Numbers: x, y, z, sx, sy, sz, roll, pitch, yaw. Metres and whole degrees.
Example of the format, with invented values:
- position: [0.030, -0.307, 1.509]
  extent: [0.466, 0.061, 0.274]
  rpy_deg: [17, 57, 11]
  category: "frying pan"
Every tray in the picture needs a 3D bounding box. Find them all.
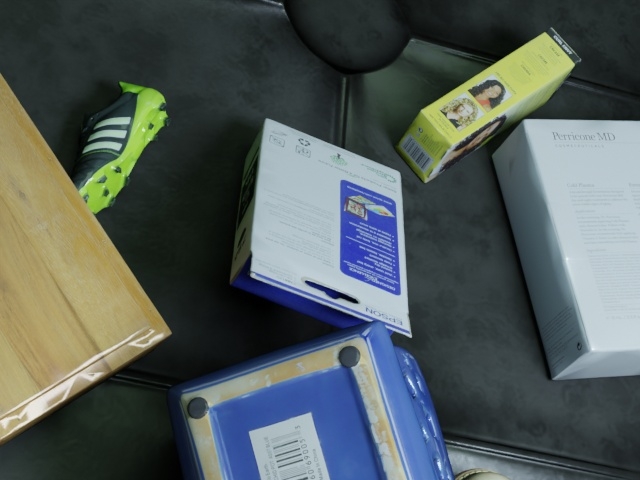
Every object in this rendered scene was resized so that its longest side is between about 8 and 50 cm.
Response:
- position: [-0.338, -0.026, 1.429]
  extent: [0.203, 0.076, 0.411]
  rpy_deg: [-32, 85, -29]
  category: "tray"

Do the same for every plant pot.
- position: [-0.003, 0.213, 1.342]
  extent: [0.236, 0.212, 0.236]
  rpy_deg: [-17, 67, 2]
  category: "plant pot"

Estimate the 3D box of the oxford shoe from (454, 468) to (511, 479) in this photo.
- position: [0.157, 0.385, 1.403]
  extent: [0.141, 0.146, 0.396]
  rpy_deg: [16, 59, -14]
  category: "oxford shoe"

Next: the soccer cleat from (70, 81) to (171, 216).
- position: [-0.223, -0.090, 1.565]
  extent: [0.072, 0.060, 0.179]
  rpy_deg: [22, 58, 19]
  category: "soccer cleat"

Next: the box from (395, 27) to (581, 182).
- position: [0.193, -0.156, 1.749]
  extent: [0.232, 0.087, 0.058]
  rpy_deg: [-35, 78, -32]
  category: "box"

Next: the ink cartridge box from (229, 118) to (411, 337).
- position: [0.000, 0.000, 1.509]
  extent: [0.165, 0.065, 0.332]
  rpy_deg: [22, 26, -10]
  category: "ink cartridge box"

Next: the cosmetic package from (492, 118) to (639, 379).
- position: [0.408, 0.005, 1.743]
  extent: [0.377, 0.097, 0.284]
  rpy_deg: [-1, 65, -23]
  category: "cosmetic package"
